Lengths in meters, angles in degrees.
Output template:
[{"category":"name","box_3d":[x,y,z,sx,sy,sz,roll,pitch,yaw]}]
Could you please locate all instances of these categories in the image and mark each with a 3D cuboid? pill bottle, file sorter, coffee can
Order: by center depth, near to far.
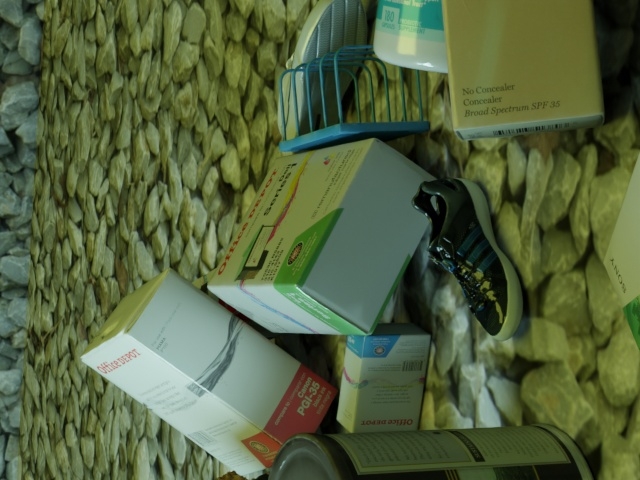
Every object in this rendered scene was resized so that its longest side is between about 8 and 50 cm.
[{"category":"coffee can","box_3d":[0.108,0.284,1.570,0.201,0.275,0.201,180,90,-65]},{"category":"pill bottle","box_3d":[0.140,-0.312,1.668,0.146,0.146,0.264,-151,64,-62]},{"category":"file sorter","box_3d":[0.034,-0.169,1.911,0.170,0.118,0.104,-9,86,64]}]

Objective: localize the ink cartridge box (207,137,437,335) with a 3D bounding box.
[{"category":"ink cartridge box","box_3d":[0.000,0.000,1.903,0.201,0.117,0.278,-62,21,-14]}]

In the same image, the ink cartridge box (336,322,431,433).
[{"category":"ink cartridge box","box_3d":[0.073,0.161,1.864,0.052,0.089,0.122,-149,63,-62]}]

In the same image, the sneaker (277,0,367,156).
[{"category":"sneaker","box_3d":[-0.012,-0.216,2.048,0.091,0.094,0.258,55,139,44]}]

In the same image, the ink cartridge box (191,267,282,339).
[{"category":"ink cartridge box","box_3d":[-0.093,0.083,2.167,0.231,0.134,0.078,151,117,-61]}]

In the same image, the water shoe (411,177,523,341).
[{"category":"water shoe","box_3d":[0.152,0.023,1.712,0.073,0.080,0.203,119,143,-46]}]

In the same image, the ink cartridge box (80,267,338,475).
[{"category":"ink cartridge box","box_3d":[-0.150,0.177,2.102,0.117,0.283,0.207,-58,13,-25]}]

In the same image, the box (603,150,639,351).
[{"category":"box","box_3d":[0.320,-0.005,1.281,0.322,0.059,0.232,96,164,-47]}]

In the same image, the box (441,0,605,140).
[{"category":"box","box_3d":[0.184,-0.258,1.512,0.121,0.148,0.311,9,-105,-81]}]

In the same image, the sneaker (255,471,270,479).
[{"category":"sneaker","box_3d":[-0.067,0.366,2.075,0.063,0.075,0.170,-128,45,-53]}]

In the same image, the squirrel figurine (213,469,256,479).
[{"category":"squirrel figurine","box_3d":[-0.049,0.398,1.843,0.397,0.281,0.370,18,99,39]}]
